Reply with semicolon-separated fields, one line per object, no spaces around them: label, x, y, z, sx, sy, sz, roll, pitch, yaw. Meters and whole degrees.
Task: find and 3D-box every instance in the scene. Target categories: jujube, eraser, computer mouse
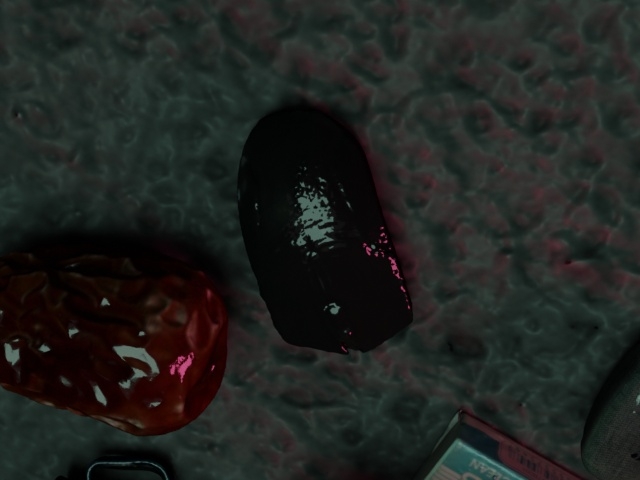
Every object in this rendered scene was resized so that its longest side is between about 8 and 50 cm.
jujube;-0.190;0.080;1.193;0.230;0.155;0.155;7;120;17
eraser;0.194;0.247;1.245;0.225;0.052;0.095;30;119;-4
computer mouse;0.000;0.000;1.144;0.122;0.073;0.217;-9;117;18

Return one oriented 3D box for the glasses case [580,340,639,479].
glasses case;0.378;0.195;1.158;0.323;0.074;0.131;25;120;-1

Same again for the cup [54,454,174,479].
cup;-0.194;0.283;1.324;0.138;0.113;0.150;15;123;3
